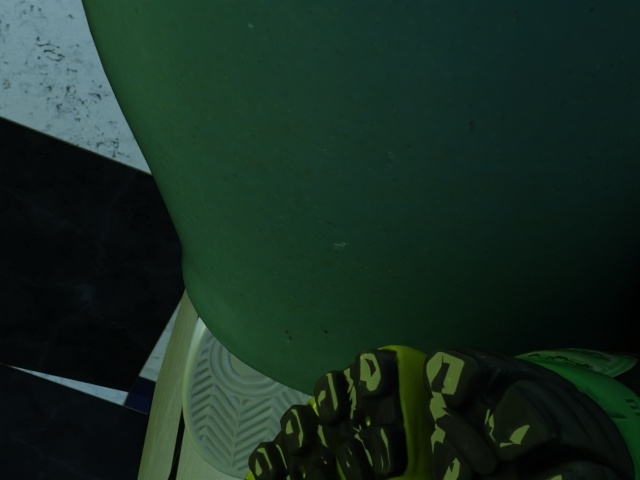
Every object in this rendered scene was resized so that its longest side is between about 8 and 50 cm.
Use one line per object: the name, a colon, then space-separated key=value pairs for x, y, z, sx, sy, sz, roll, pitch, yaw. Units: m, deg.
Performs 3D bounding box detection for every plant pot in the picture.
plant pot: x=0.040 y=-0.091 z=0.501 sx=0.272 sy=0.271 sz=0.255 roll=-89 pitch=0 yaw=-55

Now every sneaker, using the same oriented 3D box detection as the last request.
sneaker: x=0.000 y=0.000 z=1.028 sx=0.148 sy=0.131 sz=0.350 roll=-82 pitch=14 yaw=-75
sneaker: x=0.010 y=0.148 z=0.492 sx=0.343 sy=0.146 sz=0.134 roll=-40 pitch=61 yaw=40
